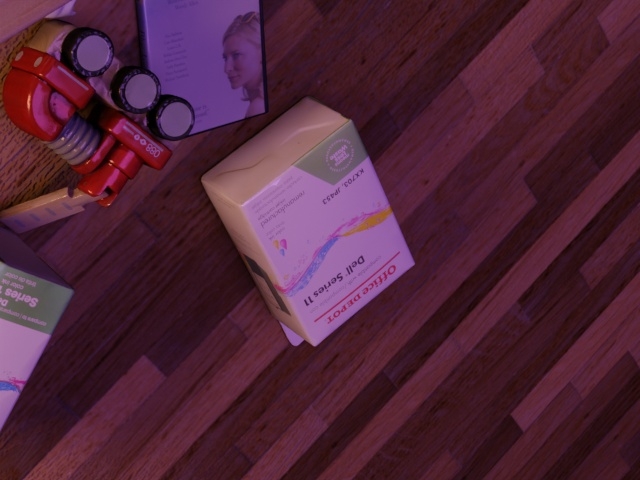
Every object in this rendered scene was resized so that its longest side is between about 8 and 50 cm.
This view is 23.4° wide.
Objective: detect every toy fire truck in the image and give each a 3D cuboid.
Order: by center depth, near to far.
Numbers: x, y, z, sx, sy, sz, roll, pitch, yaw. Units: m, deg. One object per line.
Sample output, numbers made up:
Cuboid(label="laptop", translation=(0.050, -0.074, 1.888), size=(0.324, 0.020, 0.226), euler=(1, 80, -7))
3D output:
Cuboid(label="toy fire truck", translation=(-0.315, -0.122, 1.899), size=(0.217, 0.158, 0.246), euler=(39, 80, -35))

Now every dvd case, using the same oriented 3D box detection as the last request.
Cuboid(label="dvd case", translation=(-0.152, -0.262, 2.019), size=(0.180, 0.022, 0.253), euler=(-19, 122, -29))

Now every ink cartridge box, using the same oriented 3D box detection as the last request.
Cuboid(label="ink cartridge box", translation=(-0.444, 0.125, 1.870), size=(0.117, 0.201, 0.278), euler=(25, 96, -41))
Cuboid(label="ink cartridge box", translation=(0.000, 0.000, 2.199), size=(0.207, 0.119, 0.353), euler=(-39, 130, -16))

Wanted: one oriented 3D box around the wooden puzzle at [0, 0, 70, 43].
Cuboid(label="wooden puzzle", translation=(-0.379, -0.385, 1.671), size=(0.348, 0.080, 0.322), euler=(-37, 103, -26))

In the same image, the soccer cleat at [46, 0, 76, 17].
Cuboid(label="soccer cleat", translation=(-0.299, -0.360, 1.837), size=(0.076, 0.068, 0.196), euler=(1, 113, -54))
